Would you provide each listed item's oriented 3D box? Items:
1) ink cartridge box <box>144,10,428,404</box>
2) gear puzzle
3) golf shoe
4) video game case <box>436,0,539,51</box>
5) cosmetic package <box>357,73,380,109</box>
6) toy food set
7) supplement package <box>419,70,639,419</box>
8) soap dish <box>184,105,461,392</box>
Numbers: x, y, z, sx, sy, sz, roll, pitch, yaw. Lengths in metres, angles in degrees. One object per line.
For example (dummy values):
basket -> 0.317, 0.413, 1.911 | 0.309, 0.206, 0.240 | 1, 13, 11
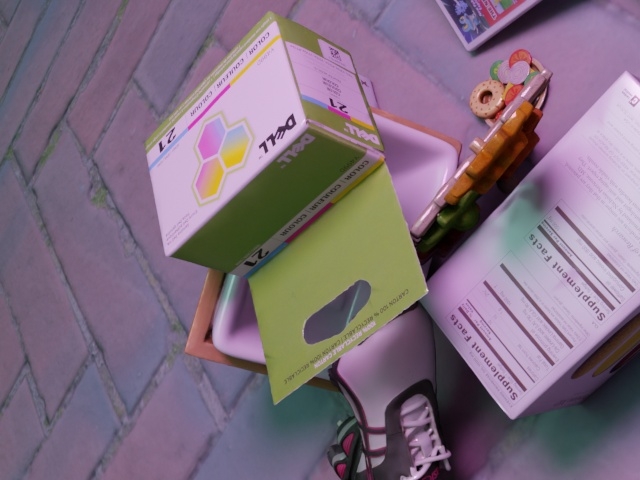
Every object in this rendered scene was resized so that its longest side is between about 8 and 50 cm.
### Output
ink cartridge box -> -0.038, -0.026, 0.747 | 0.189, 0.097, 0.255 | -40, 49, 31
gear puzzle -> 0.142, -0.053, 0.757 | 0.044, 0.339, 0.175 | 39, 90, 7
golf shoe -> 0.077, 0.155, 0.827 | 0.120, 0.105, 0.272 | 46, 151, 37
video game case -> 0.155, -0.315, 0.910 | 0.201, 0.023, 0.183 | 58, 147, -1
cosmetic package -> -0.032, -0.102, 1.120 | 0.231, 0.086, 0.117 | -38, 51, 35
toy food set -> 0.193, -0.151, 0.927 | 0.082, 0.020, 0.083 | -57, 42, 18
supplement package -> 0.222, 0.011, 0.726 | 0.244, 0.139, 0.133 | -50, 59, 25
soap dish -> 0.000, 0.000, 0.948 | 0.118, 0.229, 0.290 | 13, 87, 67
